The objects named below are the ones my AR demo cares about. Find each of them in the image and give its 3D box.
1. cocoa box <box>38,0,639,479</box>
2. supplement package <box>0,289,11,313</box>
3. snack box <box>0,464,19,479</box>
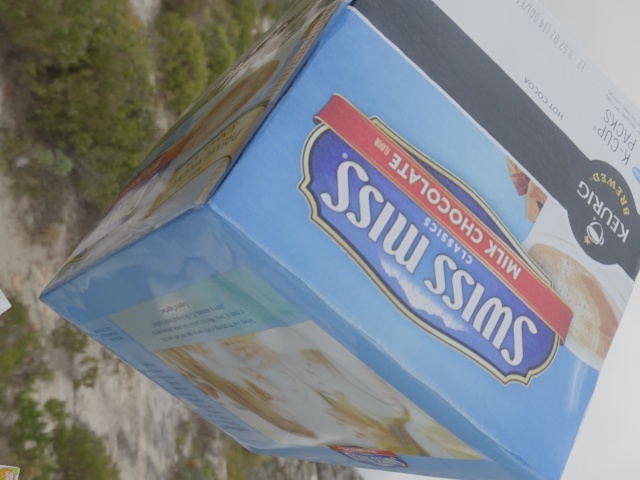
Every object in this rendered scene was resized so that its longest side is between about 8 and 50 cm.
[{"bbox_3d":[0.000,0.000,0.520,0.347,0.231,0.228,-19,-146,58],"label":"cocoa box"},{"bbox_3d":[-0.361,0.040,0.640,0.105,0.105,0.179,54,-3,7],"label":"supplement package"},{"bbox_3d":[-0.442,0.311,0.917,0.037,0.141,0.100,140,-39,-58],"label":"snack box"}]
